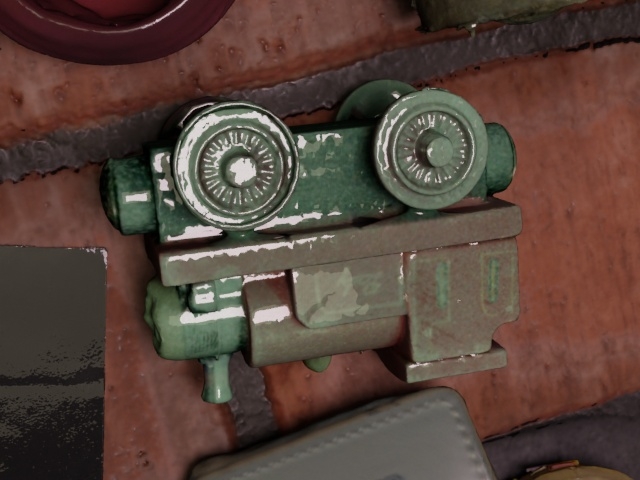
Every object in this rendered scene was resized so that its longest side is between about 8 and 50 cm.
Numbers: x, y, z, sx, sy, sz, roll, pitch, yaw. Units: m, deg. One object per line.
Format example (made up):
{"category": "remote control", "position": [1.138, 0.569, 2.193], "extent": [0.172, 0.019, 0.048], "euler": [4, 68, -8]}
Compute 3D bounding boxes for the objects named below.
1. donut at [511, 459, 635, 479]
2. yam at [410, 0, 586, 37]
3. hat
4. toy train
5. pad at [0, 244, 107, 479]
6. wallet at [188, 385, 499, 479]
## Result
{"category": "donut", "position": [0.208, 0.265, 0.802], "extent": [0.174, 0.068, 0.174], "euler": [-2, 99, -10]}
{"category": "yam", "position": [0.114, -0.303, 0.663], "extent": [0.195, 0.195, 0.300], "euler": [-22, 101, -9]}
{"category": "hat", "position": [-0.149, -0.217, 0.667], "extent": [0.205, 0.089, 0.205], "euler": [0, 94, -7]}
{"category": "toy train", "position": [0.000, 0.000, 0.696], "extent": [0.304, 0.150, 0.221], "euler": [-7, 104, -13]}
{"category": "pad", "position": [-0.222, 0.099, 0.726], "extent": [0.116, 0.004, 0.193], "euler": [1, 96, -12]}
{"category": "wallet", "position": [0.063, 0.295, 0.686], "extent": [0.252, 0.083, 0.360], "euler": [-21, 72, 3]}
